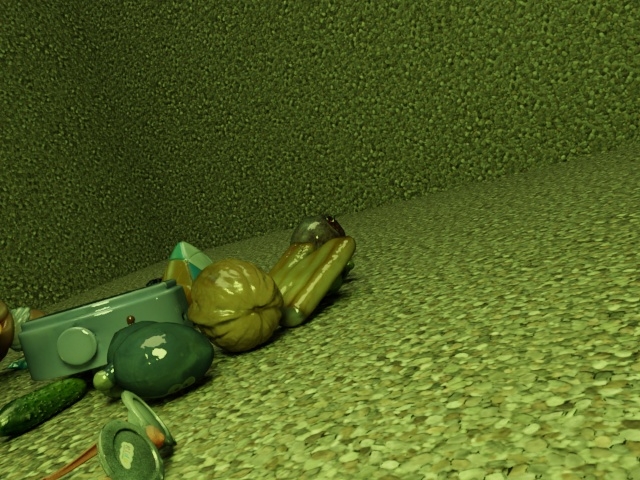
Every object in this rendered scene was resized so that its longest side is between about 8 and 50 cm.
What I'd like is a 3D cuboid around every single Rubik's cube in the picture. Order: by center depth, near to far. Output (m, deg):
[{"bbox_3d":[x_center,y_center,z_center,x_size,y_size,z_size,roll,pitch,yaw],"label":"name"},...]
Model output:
[{"bbox_3d":[-0.362,0.170,1.822,0.254,0.255,0.254,-17,7,2],"label":"Rubik's cube"}]

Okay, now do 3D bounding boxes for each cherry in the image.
[{"bbox_3d":[-0.009,0.005,2.018,0.195,0.195,0.195,-17,7,2],"label":"cherry"}]

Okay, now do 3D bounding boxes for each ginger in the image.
[{"bbox_3d":[0.017,0.088,1.657,0.137,0.089,0.290,-2,9,16],"label":"ginger"}]

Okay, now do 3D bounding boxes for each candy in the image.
[{"bbox_3d":[-0.874,0.361,1.866,0.136,0.038,0.088,-19,-4,-8],"label":"candy"}]

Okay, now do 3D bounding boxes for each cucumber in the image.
[{"bbox_3d":[-0.554,0.325,1.242,0.069,0.069,0.227,-13,5,29],"label":"cucumber"}]

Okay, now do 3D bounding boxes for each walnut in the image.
[{"bbox_3d":[-0.184,0.135,1.310,0.213,0.213,0.213,-17,7,2],"label":"walnut"}]

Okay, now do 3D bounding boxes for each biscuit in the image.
[{"bbox_3d":[-0.057,0.100,1.494,0.236,0.062,0.291,-9,34,44],"label":"biscuit"}]

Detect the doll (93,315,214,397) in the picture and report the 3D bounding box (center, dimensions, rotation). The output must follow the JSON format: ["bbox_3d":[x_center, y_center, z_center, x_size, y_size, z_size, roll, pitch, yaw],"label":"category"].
[{"bbox_3d":[-0.309,0.226,1.181,0.228,0.154,0.258,-17,12,-34],"label":"doll"}]

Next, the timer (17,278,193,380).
[{"bbox_3d":[-0.498,0.222,1.438,0.394,0.174,0.395,-15,2,0],"label":"timer"}]

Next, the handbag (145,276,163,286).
[{"bbox_3d":[-0.489,0.168,2.109,0.161,0.113,0.260,-16,2,-34],"label":"handbag"}]

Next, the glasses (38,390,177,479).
[{"bbox_3d":[-0.319,0.325,0.799,0.268,0.118,0.234,-37,10,-2],"label":"glasses"}]

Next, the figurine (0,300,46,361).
[{"bbox_3d":[-0.942,0.297,1.694,0.276,0.248,0.388,-18,25,6],"label":"figurine"}]
